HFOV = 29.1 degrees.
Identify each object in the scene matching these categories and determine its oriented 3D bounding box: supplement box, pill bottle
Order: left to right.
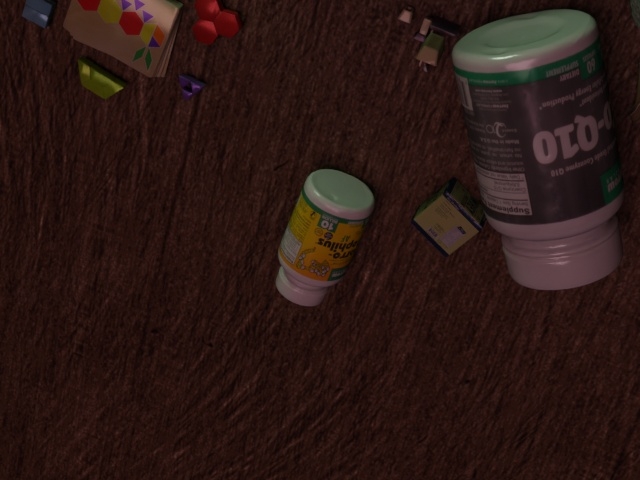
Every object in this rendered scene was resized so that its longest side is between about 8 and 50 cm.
[{"bbox_3d":[0.000,0.000,1.978,0.117,0.117,0.208,26,122,4],"label":"pill bottle"},{"bbox_3d":[0.202,-0.036,1.924,0.083,0.056,0.083,44,122,-8],"label":"supplement box"},{"bbox_3d":[0.318,-0.126,1.749,0.204,0.204,0.361,-6,116,22],"label":"pill bottle"}]

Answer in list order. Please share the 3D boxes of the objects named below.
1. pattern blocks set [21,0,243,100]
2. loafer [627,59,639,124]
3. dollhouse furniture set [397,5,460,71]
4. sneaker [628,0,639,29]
[{"bbox_3d":[-0.307,-0.350,1.947,0.325,0.026,0.285,37,122,-3],"label":"pattern blocks set"},{"bbox_3d":[0.466,-0.233,1.730,0.050,0.056,0.148,26,113,5],"label":"loafer"},{"bbox_3d":[0.138,-0.271,1.787,0.091,0.114,0.081,22,127,4],"label":"dollhouse furniture set"},{"bbox_3d":[0.493,-0.394,1.601,0.129,0.111,0.297,5,135,-14],"label":"sneaker"}]
